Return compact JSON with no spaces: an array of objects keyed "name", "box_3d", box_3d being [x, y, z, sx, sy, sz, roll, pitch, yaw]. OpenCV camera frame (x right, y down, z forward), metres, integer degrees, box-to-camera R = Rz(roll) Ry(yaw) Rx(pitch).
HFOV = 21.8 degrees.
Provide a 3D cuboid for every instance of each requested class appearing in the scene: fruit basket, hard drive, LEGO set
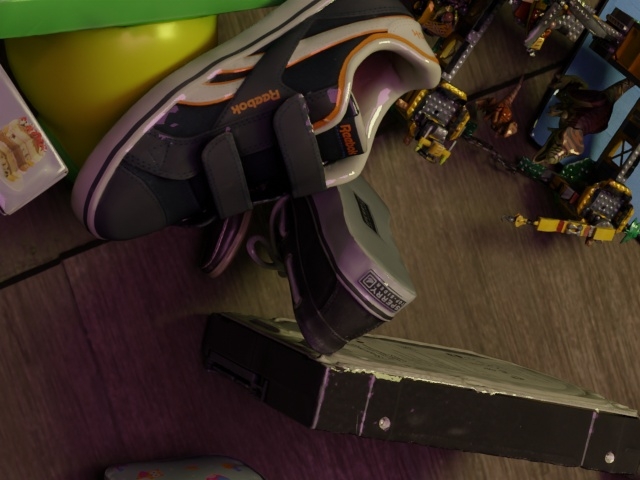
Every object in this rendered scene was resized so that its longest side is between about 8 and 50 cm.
[{"name":"fruit basket","box_3d":[-0.172,-0.239,1.358,0.392,0.392,0.283,-20,61,-27]},{"name":"hard drive","box_3d":[0.091,0.133,1.484,0.339,0.237,0.064,11,93,-27]},{"name":"LEGO set","box_3d":[0.241,-0.118,1.546,0.331,0.192,0.255,35,101,-28]}]

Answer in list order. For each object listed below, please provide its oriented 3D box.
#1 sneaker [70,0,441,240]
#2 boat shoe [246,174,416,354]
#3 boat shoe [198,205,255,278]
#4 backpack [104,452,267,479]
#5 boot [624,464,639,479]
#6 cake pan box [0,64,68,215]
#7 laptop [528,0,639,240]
[{"name":"sneaker","box_3d":[-0.046,-0.090,1.333,0.321,0.126,0.127,-39,65,-10]},{"name":"boat shoe","box_3d":[0.003,0.003,1.430,0.105,0.306,0.113,-42,118,12]},{"name":"boat shoe","box_3d":[-0.085,-0.041,1.494,0.049,0.056,0.152,26,70,-22]},{"name":"backpack","box_3d":[-0.100,0.263,1.427,0.188,0.166,0.144,4,99,-31]},{"name":"boot","box_3d":[0.404,0.311,1.753,0.247,0.083,0.161,18,89,-26]},{"name":"cake pan box","box_3d":[-0.323,-0.141,1.251,0.070,0.246,0.267,-39,107,-24]},{"name":"laptop","box_3d":[0.496,-0.166,1.706,0.382,0.408,0.236,38,40,-24]}]
